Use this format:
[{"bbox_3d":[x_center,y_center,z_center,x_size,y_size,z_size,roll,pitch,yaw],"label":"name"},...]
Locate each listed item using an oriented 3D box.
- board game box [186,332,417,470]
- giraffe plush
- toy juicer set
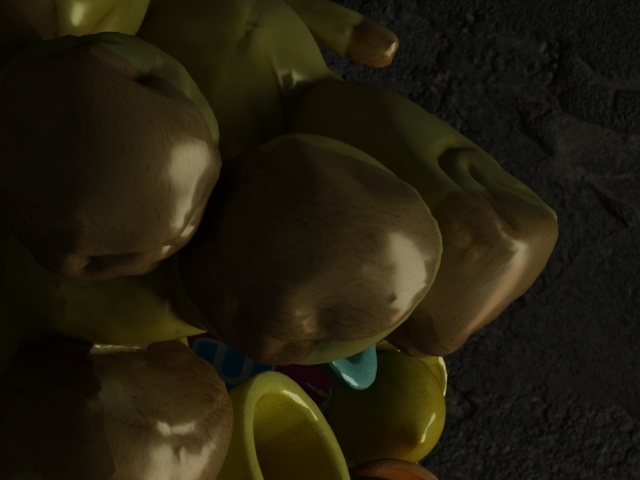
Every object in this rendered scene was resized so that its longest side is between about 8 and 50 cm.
[{"bbox_3d":[-0.072,0.091,0.823,0.303,0.224,0.097,-77,-175,-46],"label":"board game box"},{"bbox_3d":[-0.063,0.009,0.513,0.170,0.181,0.210,-59,-153,19],"label":"giraffe plush"},{"bbox_3d":[0.000,0.000,0.728,0.089,0.209,0.329,-25,-125,23],"label":"toy juicer set"}]
